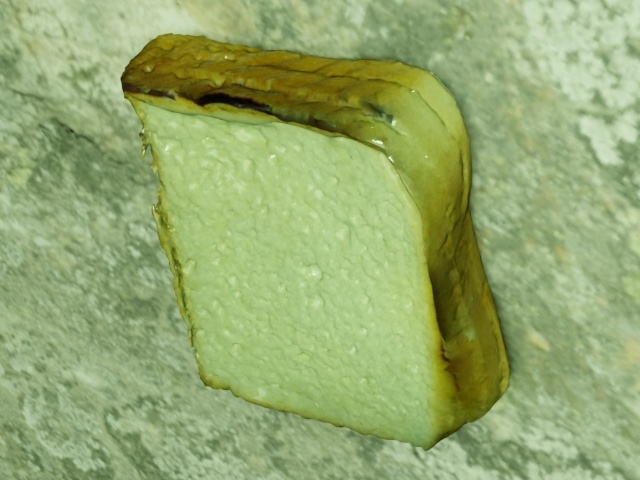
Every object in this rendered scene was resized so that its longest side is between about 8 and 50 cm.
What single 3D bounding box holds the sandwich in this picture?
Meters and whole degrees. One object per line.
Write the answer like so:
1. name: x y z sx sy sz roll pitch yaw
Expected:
1. sandwich: 0.000 0.000 1.034 0.226 0.087 0.251 13 132 34
